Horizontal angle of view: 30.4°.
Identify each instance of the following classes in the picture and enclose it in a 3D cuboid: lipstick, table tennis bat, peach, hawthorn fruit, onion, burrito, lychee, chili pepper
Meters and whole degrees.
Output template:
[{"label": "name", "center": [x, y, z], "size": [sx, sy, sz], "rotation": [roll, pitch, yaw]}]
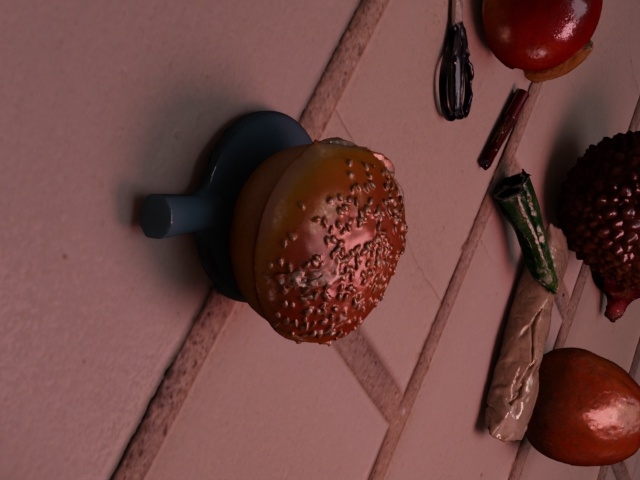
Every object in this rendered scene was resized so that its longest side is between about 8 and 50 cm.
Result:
[{"label": "lipstick", "center": [0.295, -0.178, 1.893], "size": [0.176, 0.027, 0.027], "rotation": [-59, 142, -32]}, {"label": "table tennis bat", "center": [-0.083, -0.034, 1.274], "size": [0.329, 0.044, 0.215], "rotation": [-8, 105, -61]}, {"label": "peach", "center": [0.331, -0.346, 1.777], "size": [0.197, 0.197, 0.197], "rotation": [-19, 113, -57]}, {"label": "hawthorn fruit", "center": [0.489, 0.299, 2.086], "size": [0.210, 0.262, 0.211], "rotation": [6, 90, -87]}, {"label": "onion", "center": [0.642, 0.068, 2.439], "size": [0.195, 0.139, 0.218], "rotation": [-7, 106, -66]}, {"label": "burrito", "center": [0.361, 0.163, 2.027], "size": [0.117, 0.076, 0.392], "rotation": [44, 58, -53]}, {"label": "lychee", "center": [0.575, -0.054, 2.128], "size": [0.330, 0.306, 0.306], "rotation": [-6, 102, -46]}, {"label": "chili pepper", "center": [0.355, -0.003, 1.953], "size": [0.088, 0.059, 0.227], "rotation": [-52, 125, -43]}]

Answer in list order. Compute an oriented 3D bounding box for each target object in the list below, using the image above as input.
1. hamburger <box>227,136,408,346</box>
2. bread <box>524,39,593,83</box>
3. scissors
[{"label": "hamburger", "center": [-0.001, -0.003, 1.243], "size": [0.237, 0.147, 0.237], "rotation": [-22, 116, -56]}, {"label": "bread", "center": [0.385, -0.322, 1.907], "size": [0.054, 0.136, 0.154], "rotation": [-40, 128, -26]}, {"label": "scissors", "center": [0.200, -0.324, 1.705], "size": [0.109, 0.022, 0.300], "rotation": [-18, 111, -61]}]
